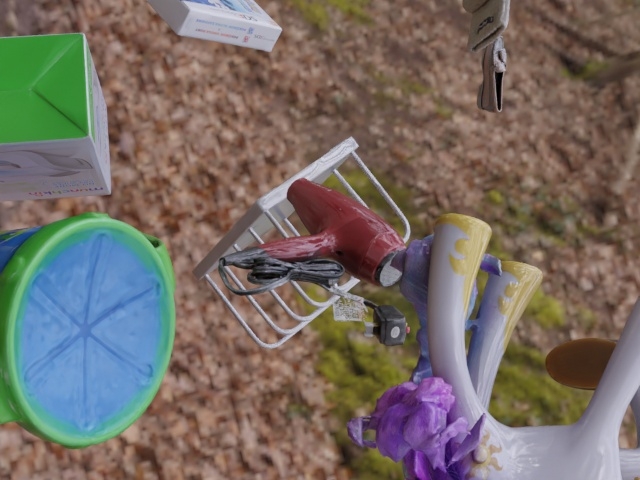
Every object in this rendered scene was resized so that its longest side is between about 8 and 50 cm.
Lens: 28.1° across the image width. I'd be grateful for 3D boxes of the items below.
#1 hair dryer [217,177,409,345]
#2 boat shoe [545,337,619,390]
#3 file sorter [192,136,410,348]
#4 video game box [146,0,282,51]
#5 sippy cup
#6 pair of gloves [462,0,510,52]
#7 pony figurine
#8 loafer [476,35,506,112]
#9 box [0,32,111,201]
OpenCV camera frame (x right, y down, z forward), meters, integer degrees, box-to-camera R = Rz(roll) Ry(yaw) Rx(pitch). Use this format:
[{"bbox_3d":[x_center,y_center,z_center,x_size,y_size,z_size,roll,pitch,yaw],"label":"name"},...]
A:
[{"bbox_3d":[0.000,0.000,1.502,0.293,0.224,0.080,-95,-151,-64],"label":"hair dryer"},{"bbox_3d":[0.416,0.172,1.765,0.073,0.207,0.073,56,32,-68],"label":"boat shoe"},{"bbox_3d":[-0.024,0.015,1.867,0.173,0.193,0.278,51,-32,3],"label":"file sorter"},{"bbox_3d":[-0.180,-0.354,1.831,0.187,0.048,0.205,4,38,-51],"label":"video game box"},{"bbox_3d":[-0.311,0.084,1.342,0.305,0.224,0.240,14,82,-54],"label":"sippy cup"},{"bbox_3d":[0.285,-0.383,1.745,0.042,0.240,0.204,26,43,-26],"label":"pair of gloves"},{"bbox_3d":[0.122,0.174,0.957,0.303,0.351,0.363,110,-9,-71],"label":"pony figurine"},{"bbox_3d":[0.276,-0.261,2.010,0.045,0.039,0.125,-19,124,-43],"label":"loafer"},{"bbox_3d":[-0.376,-0.130,1.425,0.231,0.262,0.126,108,-23,-76],"label":"box"}]
